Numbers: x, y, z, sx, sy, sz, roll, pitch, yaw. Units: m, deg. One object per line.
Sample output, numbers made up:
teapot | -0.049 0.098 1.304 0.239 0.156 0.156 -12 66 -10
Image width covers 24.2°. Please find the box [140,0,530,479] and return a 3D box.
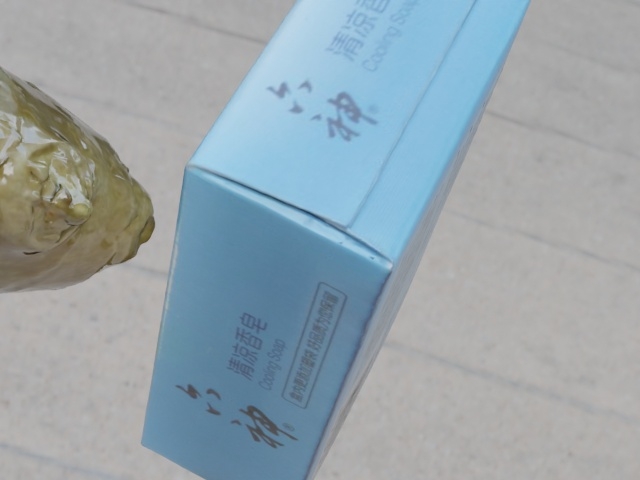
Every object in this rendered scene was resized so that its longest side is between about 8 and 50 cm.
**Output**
box | 0.000 0.000 0.610 0.083 0.232 0.142 26 57 7

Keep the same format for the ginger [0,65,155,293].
ginger | -0.137 -0.039 0.474 0.148 0.081 0.333 25 -13 13
